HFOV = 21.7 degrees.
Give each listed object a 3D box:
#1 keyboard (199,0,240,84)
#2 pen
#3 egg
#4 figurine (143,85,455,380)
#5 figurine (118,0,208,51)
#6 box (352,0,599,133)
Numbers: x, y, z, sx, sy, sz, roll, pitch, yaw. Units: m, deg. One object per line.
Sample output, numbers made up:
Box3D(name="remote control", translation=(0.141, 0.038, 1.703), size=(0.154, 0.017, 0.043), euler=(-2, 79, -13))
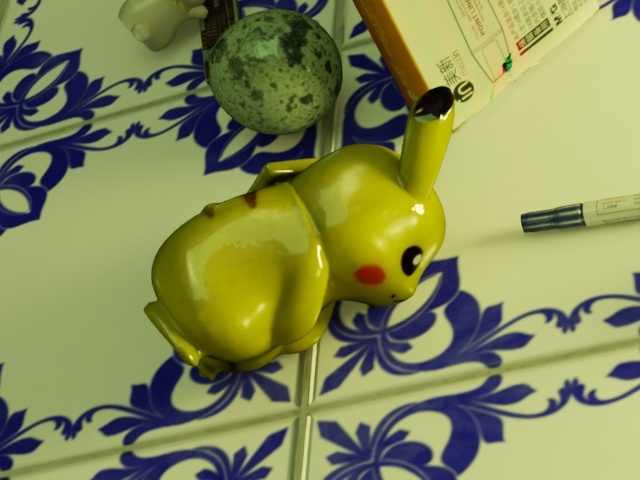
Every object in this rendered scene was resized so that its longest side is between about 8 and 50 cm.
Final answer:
Box3D(name="keyboard", translation=(-0.116, -0.246, 1.952), size=(0.055, 0.017, 0.166), euler=(-22, 42, 11))
Box3D(name="pen", translation=(0.278, -0.030, 1.496), size=(0.204, 0.025, 0.025), euler=(-8, 46, 25))
Box3D(name="egg", translation=(-0.052, -0.178, 1.761), size=(0.132, 0.132, 0.172), euler=(-49, 31, -19))
Box3D(name="figurine", translation=(-0.007, 0.004, 1.538), size=(0.327, 0.218, 0.169), euler=(-24, 82, -2))
Box3D(name="figurine", translation=(-0.174, -0.302, 1.973), size=(0.146, 0.081, 0.098), euler=(-46, 35, 7))
Box3D(name="box", translation=(0.136, -0.273, 1.638), size=(0.221, 0.274, 0.091), euler=(-38, 38, -10))
